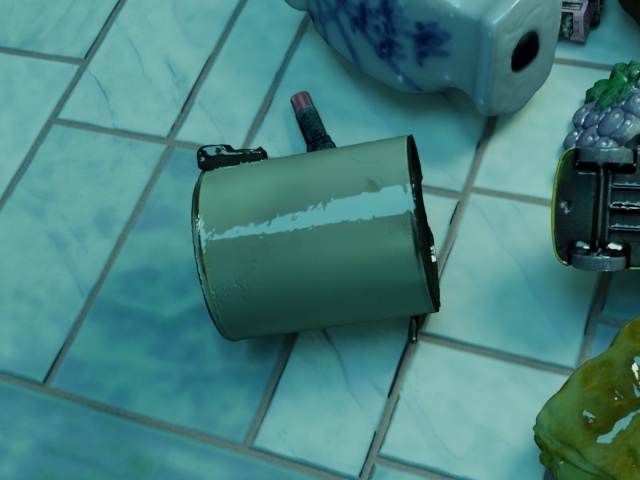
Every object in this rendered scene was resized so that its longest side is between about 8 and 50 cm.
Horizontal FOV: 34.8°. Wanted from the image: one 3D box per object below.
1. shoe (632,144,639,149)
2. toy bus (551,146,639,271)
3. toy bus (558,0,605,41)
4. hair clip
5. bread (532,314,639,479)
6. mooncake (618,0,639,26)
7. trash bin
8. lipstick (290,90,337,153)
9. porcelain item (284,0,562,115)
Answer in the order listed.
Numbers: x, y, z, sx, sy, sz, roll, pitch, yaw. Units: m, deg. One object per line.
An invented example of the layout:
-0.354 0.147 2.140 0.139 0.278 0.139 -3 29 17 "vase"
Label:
0.427 -0.107 1.289 0.071 0.064 0.143 -13 61 7 "shoe"
0.432 -0.031 1.166 0.331 0.151 0.145 3 96 11 "toy bus"
0.376 -0.377 1.474 0.090 0.063 0.203 11 60 24 "toy bus"
0.380 -0.154 1.326 0.124 0.052 0.195 -8 53 51 "hair clip"
0.351 0.173 1.092 0.268 0.130 0.152 -38 60 -9 "bread"
0.526 -0.399 1.347 0.290 0.161 0.290 -6 75 22 "mooncake"
0.000 0.000 1.240 0.262 0.217 0.277 -10 94 9 "trash bin"
0.004 -0.128 1.428 0.053 0.053 0.234 -21 51 2 "lipstick"
0.123 -0.334 1.410 0.178 0.242 0.405 -34 51 -30 "porcelain item"
